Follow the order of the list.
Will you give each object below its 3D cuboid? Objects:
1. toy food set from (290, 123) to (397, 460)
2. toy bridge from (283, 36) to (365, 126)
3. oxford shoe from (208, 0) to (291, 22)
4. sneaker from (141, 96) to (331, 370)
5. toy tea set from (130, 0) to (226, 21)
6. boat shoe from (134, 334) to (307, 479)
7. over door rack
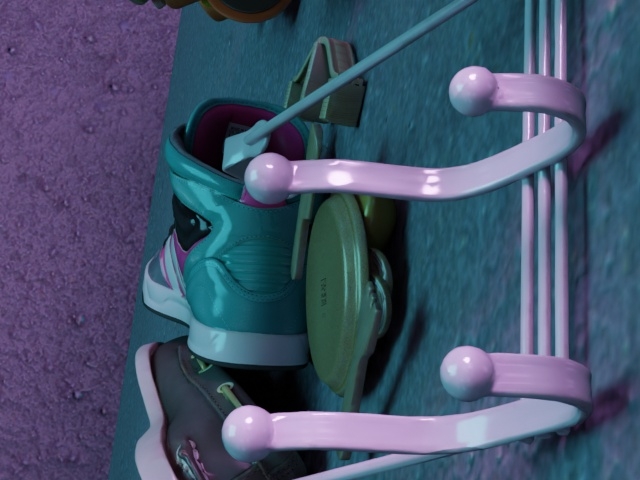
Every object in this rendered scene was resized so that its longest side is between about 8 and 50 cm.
[{"bbox_3d":[0.021,0.027,0.772,0.192,0.038,0.132,-106,21,-53],"label":"toy food set"},{"bbox_3d":[0.002,-0.119,0.984,0.188,0.026,0.063,-148,71,-77],"label":"toy bridge"},{"bbox_3d":[-0.055,-0.393,1.247,0.133,0.130,0.364,-105,27,-77],"label":"oxford shoe"},{"bbox_3d":[-0.071,-0.019,0.997,0.295,0.123,0.178,-154,69,-70],"label":"sneaker"},{"bbox_3d":[-0.130,-0.331,1.324,0.200,0.124,0.336,65,-164,6],"label":"toy tea set"},{"bbox_3d":[-0.074,0.131,0.966,0.117,0.096,0.324,61,179,-12],"label":"boat shoe"},{"bbox_3d":[0.000,0.000,0.599,0.324,0.108,0.240,140,140,-58],"label":"over door rack"}]
